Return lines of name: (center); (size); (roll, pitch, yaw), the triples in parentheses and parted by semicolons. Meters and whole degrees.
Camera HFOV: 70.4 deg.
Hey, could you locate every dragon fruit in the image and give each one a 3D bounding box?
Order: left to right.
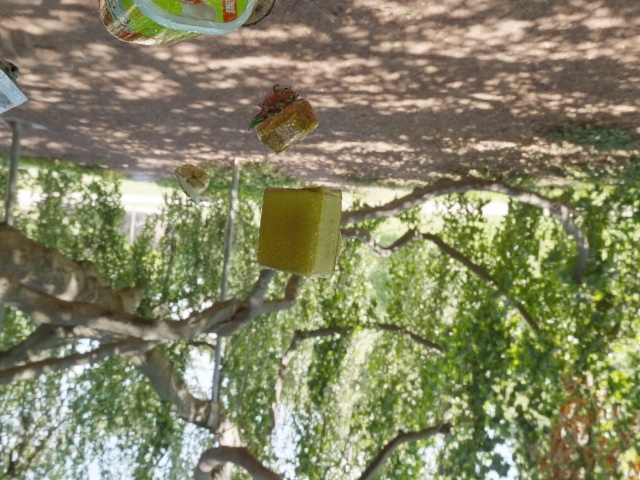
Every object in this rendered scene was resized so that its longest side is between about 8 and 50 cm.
dragon fruit: (-0.177, -0.485, 1.723); (0.135, 0.236, 0.137); (50, -170, 35)

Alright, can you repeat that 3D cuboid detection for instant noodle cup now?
instant noodle cup: (-0.329, -0.549, 0.956); (0.293, 0.294, 0.307); (4, -176, -39)

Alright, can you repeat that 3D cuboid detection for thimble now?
thimble: (-0.296, -0.896, 1.577); (0.270, 0.271, 0.150); (4, -156, -33)

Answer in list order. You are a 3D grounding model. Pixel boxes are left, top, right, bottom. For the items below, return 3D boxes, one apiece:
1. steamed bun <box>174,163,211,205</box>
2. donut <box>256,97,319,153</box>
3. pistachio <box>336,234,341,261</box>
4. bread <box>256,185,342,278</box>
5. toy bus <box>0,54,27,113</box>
steamed bun: (-0.555, -0.253, 2.030); (0.192, 0.106, 0.178); (38, 155, 26)
donut: (-0.110, -0.386, 1.524); (0.226, 0.114, 0.227); (-31, -163, 11)
pistachio: (0.000, 0.000, 1.922); (0.162, 0.293, 0.181); (-27, -145, -30)
bread: (-0.085, -0.039, 1.694); (0.323, 0.333, 0.143); (9, -176, 41)
toy bus: (-0.735, -0.393, 0.915); (0.136, 0.330, 0.109); (-37, 164, -12)
